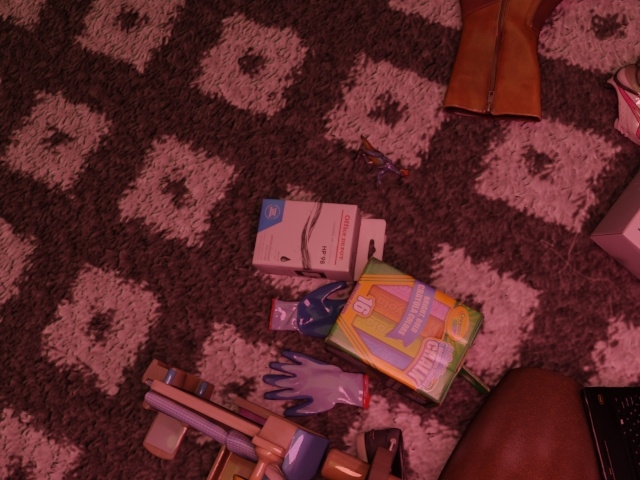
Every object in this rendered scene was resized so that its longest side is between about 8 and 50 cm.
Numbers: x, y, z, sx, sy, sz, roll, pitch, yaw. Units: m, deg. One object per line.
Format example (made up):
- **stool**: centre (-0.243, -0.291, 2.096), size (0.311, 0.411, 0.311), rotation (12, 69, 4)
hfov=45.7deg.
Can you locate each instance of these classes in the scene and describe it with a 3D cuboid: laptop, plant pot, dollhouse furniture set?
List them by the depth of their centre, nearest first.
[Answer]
- **laptop**: centre (0.456, 0.277, 0.899), size (0.137, 0.264, 0.234), rotation (-27, 64, 41)
- **plant pot**: centre (0.250, 0.280, 0.920), size (0.216, 0.215, 0.230), rotation (16, 60, 15)
- **dollhouse furniture set**: centre (-0.156, 0.277, 0.929), size (0.287, 0.303, 0.198), rotation (21, 77, 16)

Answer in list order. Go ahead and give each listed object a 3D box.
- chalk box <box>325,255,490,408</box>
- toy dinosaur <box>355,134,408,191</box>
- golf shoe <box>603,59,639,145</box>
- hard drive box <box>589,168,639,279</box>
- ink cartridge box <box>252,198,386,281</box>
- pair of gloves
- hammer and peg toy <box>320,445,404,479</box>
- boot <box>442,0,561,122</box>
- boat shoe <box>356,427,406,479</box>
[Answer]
- **chalk box**: centre (0.128, 0.135, 1.002), size (0.213, 0.132, 0.132), rotation (28, 78, 7)
- **toy dinosaur**: centre (0.096, -0.123, 1.150), size (0.082, 0.047, 0.090), rotation (14, 64, -4)
- **golf shoe**: centre (0.470, -0.164, 1.086), size (0.086, 0.068, 0.186), rotation (-26, 76, 45)
- **hard drive box**: centre (0.500, -0.039, 0.986), size (0.181, 0.089, 0.232), rotation (38, 83, -5)
- **ink cartridge box**: centre (0.000, 0.000, 1.116), size (0.180, 0.060, 0.104), rotation (4, 73, 12)
- **pair of gloves**: centre (-0.002, 0.154, 1.089), size (0.159, 0.023, 0.198), rotation (2, 74, 10)
- **hammer and peg toy**: centre (-0.009, 0.422, 0.831), size (0.127, 0.266, 0.361), rotation (23, 99, 7)
- **boot**: centre (0.329, -0.315, 1.136), size (0.264, 0.096, 0.280), rotation (5, 74, 12)
- **boat shoe**: centre (0.101, 0.343, 0.981), size (0.065, 0.075, 0.206), rotation (-18, 65, 8)
